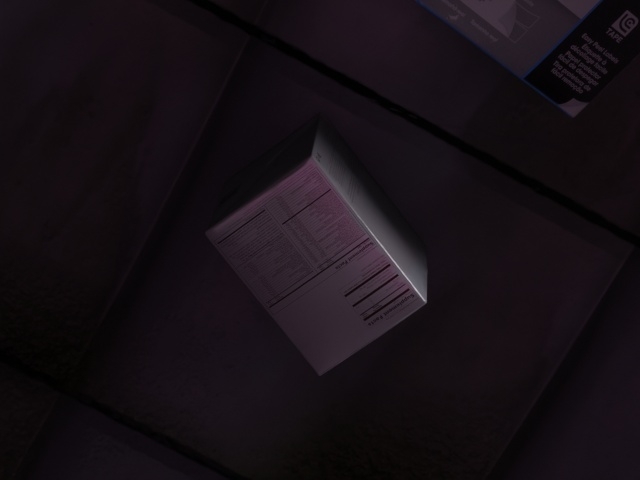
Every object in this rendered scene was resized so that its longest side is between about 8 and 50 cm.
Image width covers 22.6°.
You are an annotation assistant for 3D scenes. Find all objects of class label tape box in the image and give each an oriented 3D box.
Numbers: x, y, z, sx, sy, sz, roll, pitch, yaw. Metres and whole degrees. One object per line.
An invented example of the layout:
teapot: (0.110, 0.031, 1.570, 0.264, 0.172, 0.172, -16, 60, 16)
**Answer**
label tape box: (0.283, -0.327, 1.627, 0.249, 0.115, 0.347, 32, 116, -31)

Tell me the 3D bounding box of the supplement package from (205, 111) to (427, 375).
supplement package: (0.000, 0.000, 1.761, 0.149, 0.194, 0.203, -35, 103, 14)
